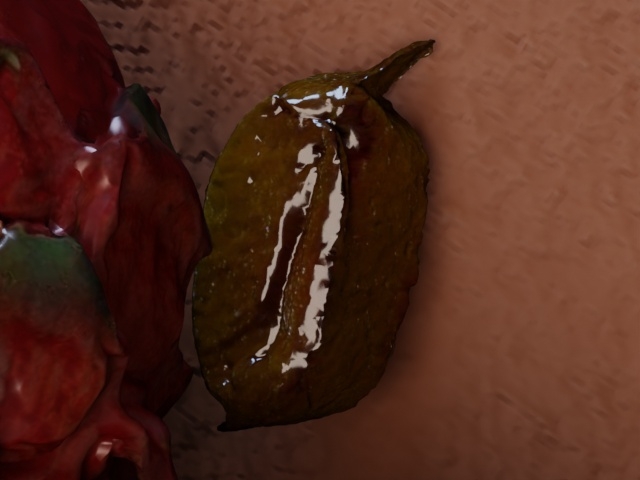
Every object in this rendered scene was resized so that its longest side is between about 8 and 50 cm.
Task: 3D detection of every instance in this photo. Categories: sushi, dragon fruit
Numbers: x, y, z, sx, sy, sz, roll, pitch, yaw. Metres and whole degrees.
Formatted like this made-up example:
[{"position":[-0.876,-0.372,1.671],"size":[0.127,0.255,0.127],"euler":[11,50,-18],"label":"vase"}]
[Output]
[{"position":[0.000,0.000,0.509],"size":[0.052,0.055,0.120],"euler":[9,95,30],"label":"sushi"},{"position":[-0.158,-0.006,0.478],"size":[0.293,0.234,0.234],"euler":[49,113,27],"label":"dragon fruit"}]
